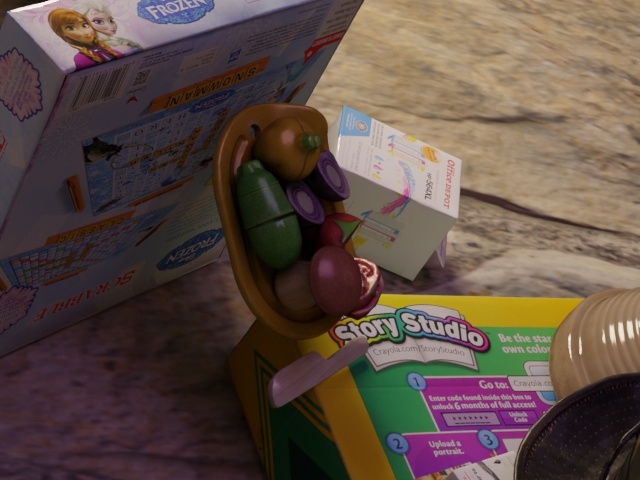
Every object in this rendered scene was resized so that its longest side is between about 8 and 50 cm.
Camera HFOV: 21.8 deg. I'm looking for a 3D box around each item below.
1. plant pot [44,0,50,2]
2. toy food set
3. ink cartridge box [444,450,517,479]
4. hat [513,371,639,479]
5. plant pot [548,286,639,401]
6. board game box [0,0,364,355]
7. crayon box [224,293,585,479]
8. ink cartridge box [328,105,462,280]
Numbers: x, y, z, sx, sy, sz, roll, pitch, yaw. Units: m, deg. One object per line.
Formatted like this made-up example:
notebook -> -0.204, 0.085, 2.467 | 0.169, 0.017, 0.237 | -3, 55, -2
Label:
plant pot -> -0.191, -0.302, 1.516 | 0.239, 0.254, 0.254 | 27, 38, 14
toy food set -> 0.000, 0.000, 1.217 | 0.128, 0.071, 0.217 | -17, 93, -47
ink cartridge box -> 0.119, 0.188, 1.212 | 0.083, 0.028, 0.048 | -11, 55, -40
hat -> 0.294, 0.191, 1.131 | 0.331, 0.134, 0.331 | 8, 48, -9
plant pot -> 0.315, 0.114, 1.367 | 0.237, 0.109, 0.237 | 22, 38, -18
board game box -> -0.141, -0.063, 1.232 | 0.066, 0.318, 0.319 | 46, 40, 18
crayon box -> 0.142, 0.192, 1.334 | 0.363, 0.106, 0.313 | 3, 47, -33
ink cartridge box -> 0.062, -0.040, 1.525 | 0.143, 0.090, 0.092 | 23, 40, -12
